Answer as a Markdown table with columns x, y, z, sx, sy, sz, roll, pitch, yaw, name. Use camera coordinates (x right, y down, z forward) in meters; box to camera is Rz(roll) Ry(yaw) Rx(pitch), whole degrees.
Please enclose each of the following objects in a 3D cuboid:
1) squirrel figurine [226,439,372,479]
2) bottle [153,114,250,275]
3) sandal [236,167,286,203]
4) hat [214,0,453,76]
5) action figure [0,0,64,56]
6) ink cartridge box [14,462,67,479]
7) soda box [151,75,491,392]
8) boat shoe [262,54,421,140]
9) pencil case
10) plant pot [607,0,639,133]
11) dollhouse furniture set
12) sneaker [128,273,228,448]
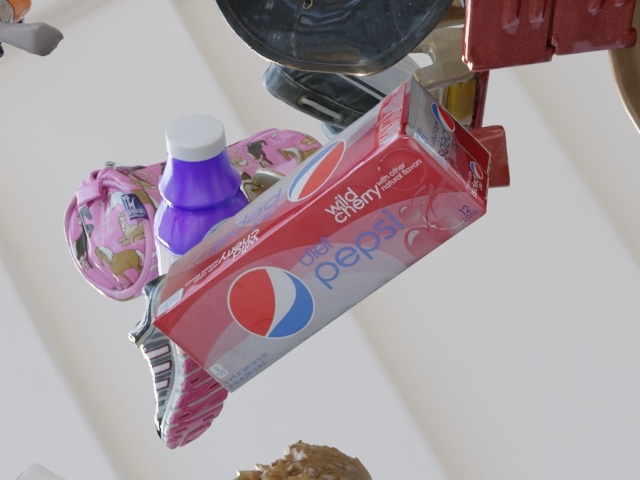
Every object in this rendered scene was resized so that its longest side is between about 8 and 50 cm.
| x | y | z | sx | sy | sz | roll | pitch | yaw | name |
| --- | --- | --- | --- | --- | --- | --- | --- | --- | --- |
| -0.059 | 0.461 | 2.259 | 0.370 | 0.397 | 0.281 | -28 | 9 | 20 | squirrel figurine |
| -0.132 | -0.009 | 2.074 | 0.118 | 0.092 | 0.282 | -27 | -47 | -29 | bottle |
| -0.076 | -0.035 | 2.188 | 0.079 | 0.088 | 0.240 | -55 | 20 | -8 | sandal |
| 0.050 | -0.277 | 1.396 | 0.134 | 0.331 | 0.331 | -4 | -33 | -39 | hat |
| -0.323 | -0.302 | 1.478 | 0.179 | 0.341 | 0.330 | -17 | 16 | -33 | action figure |
| -0.288 | 0.302 | 1.794 | 0.143 | 0.092 | 0.090 | -62 | 1 | 3 | ink cartridge box |
| 0.000 | 0.000 | 1.336 | 0.263 | 0.092 | 0.083 | -37 | 21 | 27 | soda box |
| 0.043 | -0.164 | 2.005 | 0.119 | 0.121 | 0.335 | -45 | -34 | 14 | boat shoe |
| -0.147 | -0.041 | 2.370 | 0.386 | 0.160 | 0.167 | -16 | -46 | -47 | pencil case |
| 0.368 | -0.163 | 1.542 | 0.110 | 0.237 | 0.237 | -28 | -20 | -34 | plant pot |
| 0.172 | -0.188 | 1.638 | 0.152 | 0.201 | 0.374 | -11 | -34 | -7 | dollhouse furniture set |
| -0.121 | 0.096 | 1.499 | 0.063 | 0.075 | 0.170 | -25 | -44 | -35 | sneaker |
